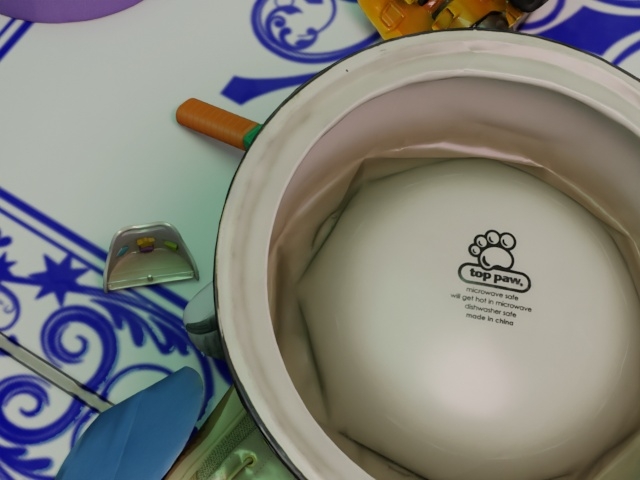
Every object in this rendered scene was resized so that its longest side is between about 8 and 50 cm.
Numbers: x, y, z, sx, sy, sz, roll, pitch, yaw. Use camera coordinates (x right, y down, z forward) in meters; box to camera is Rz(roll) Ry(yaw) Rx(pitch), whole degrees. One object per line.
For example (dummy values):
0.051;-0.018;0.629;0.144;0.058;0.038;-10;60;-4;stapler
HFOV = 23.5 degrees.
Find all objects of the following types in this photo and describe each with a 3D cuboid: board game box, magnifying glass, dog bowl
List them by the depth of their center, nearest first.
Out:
0.117;0.055;1.149;0.407;0.150;0.408;3;69;-7;dog bowl
-0.144;0.173;1.209;0.033;0.168;0.133;46;31;-24;board game box
-0.041;-0.081;1.334;0.231;0.026;0.092;26;56;38;magnifying glass

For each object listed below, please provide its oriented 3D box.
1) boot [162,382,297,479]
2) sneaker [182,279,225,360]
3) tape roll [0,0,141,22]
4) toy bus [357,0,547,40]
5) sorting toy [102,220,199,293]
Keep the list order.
-0.025;0.232;1.197;0.203;0.095;0.262;30;63;10;boot
0.000;0.000;1.320;0.297;0.111;0.129;-32;57;-24;sneaker
-0.251;-0.346;1.479;0.274;0.090;0.275;1;62;-1;tape roll
0.168;-0.274;1.423;0.149;0.220;0.211;46;39;6;toy bus
-0.148;0.007;1.312;0.083;0.075;0.045;-8;64;-7;sorting toy
